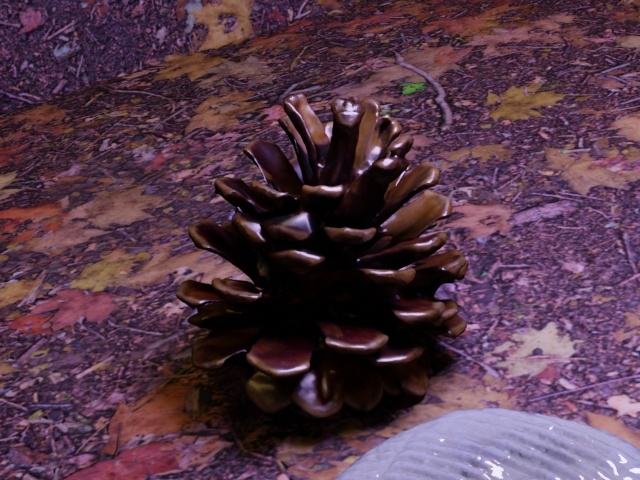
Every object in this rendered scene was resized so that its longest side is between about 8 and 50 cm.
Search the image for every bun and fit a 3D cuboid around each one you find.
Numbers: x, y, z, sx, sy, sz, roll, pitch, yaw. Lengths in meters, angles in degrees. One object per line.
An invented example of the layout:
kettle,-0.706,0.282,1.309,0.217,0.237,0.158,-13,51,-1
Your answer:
bun,0.140,0.285,0.950,0.354,0.194,0.354,-10,20,4

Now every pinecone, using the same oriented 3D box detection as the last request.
pinecone,0.000,0.000,1.397,0.384,0.384,0.384,-9,26,5
